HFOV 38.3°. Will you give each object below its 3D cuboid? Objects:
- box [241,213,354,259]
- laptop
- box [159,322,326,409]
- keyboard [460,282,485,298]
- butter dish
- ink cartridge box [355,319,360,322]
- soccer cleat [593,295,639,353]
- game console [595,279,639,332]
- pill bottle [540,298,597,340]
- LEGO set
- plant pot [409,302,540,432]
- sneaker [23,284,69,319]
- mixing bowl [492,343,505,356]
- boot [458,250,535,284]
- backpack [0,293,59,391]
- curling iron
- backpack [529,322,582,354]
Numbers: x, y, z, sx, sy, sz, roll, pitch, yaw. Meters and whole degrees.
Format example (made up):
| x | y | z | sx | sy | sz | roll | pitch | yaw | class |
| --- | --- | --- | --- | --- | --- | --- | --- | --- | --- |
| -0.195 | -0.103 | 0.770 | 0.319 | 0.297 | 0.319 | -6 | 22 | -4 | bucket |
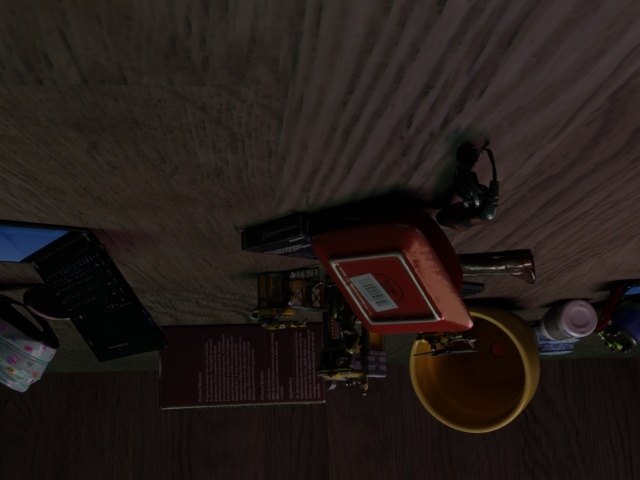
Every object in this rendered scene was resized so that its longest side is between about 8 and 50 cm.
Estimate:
| x | y | z | sx | sy | sz | roll | pitch | yaw | class |
| --- | --- | --- | --- | --- | --- | --- | --- | --- | --- |
| 0.000 | 0.000 | 1.136 | 0.162 | 0.029 | 0.116 | 10 | 164 | -40 | box |
| -0.355 | 0.072 | 1.160 | 0.136 | 0.264 | 0.234 | -38 | -169 | -33 | laptop |
| -0.181 | 0.297 | 2.158 | 0.381 | 0.191 | 0.143 | 0 | 168 | -4 | box |
| 0.191 | 0.087 | 1.610 | 0.180 | 0.023 | 0.108 | 8 | 165 | -38 | keyboard |
| 0.096 | 0.019 | 1.054 | 0.160 | 0.118 | 0.160 | -8 | 126 | 42 | butter dish |
| 0.109 | 0.152 | 1.895 | 0.048 | 0.028 | 0.083 | 5 | 166 | -30 | ink cartridge box |
| 0.622 | 0.162 | 1.877 | 0.121 | 0.093 | 0.289 | -44 | 178 | 1 | soccer cleat |
| 0.572 | 0.120 | 1.683 | 0.085 | 0.124 | 0.144 | 23 | 173 | 12 | game console |
| 0.512 | 0.169 | 1.916 | 0.078 | 0.078 | 0.137 | 0 | 168 | -9 | pill bottle |
| 0.061 | 0.142 | 1.430 | 0.331 | 0.192 | 0.255 | -9 | 166 | 31 | LEGO set |
| 0.344 | 0.247 | 1.920 | 0.254 | 0.254 | 0.239 | -8 | -179 | 28 | plant pot |
| -0.436 | 0.110 | 1.533 | 0.075 | 0.057 | 0.161 | -17 | 165 | 35 | sneaker |
| 0.434 | 0.251 | 2.256 | 0.181 | 0.098 | 0.181 | -1 | 169 | 0 | mixing bowl |
| 0.260 | 0.044 | 1.370 | 0.114 | 0.037 | 0.106 | -8 | 154 | 15 | boot |
| -0.507 | 0.154 | 1.458 | 0.182 | 0.115 | 0.152 | 32 | 177 | 10 | backpack |
| 0.144 | -0.038 | 0.921 | 0.035 | 0.068 | 0.274 | -4 | 174 | 2 | curling iron |
| 0.575 | 0.235 | 2.236 | 0.105 | 0.084 | 0.114 | 0 | 165 | -24 | backpack |
